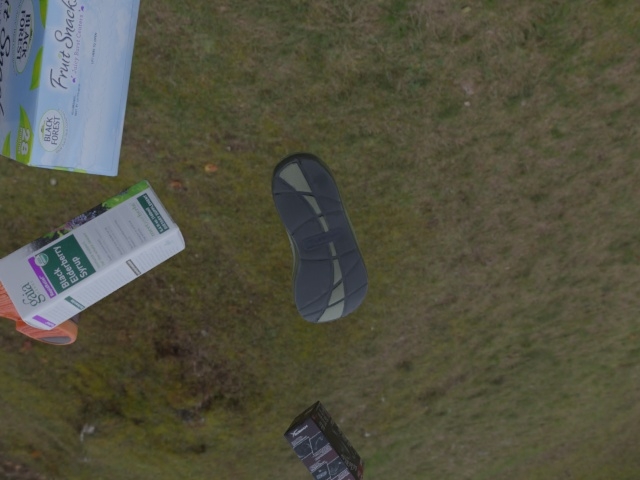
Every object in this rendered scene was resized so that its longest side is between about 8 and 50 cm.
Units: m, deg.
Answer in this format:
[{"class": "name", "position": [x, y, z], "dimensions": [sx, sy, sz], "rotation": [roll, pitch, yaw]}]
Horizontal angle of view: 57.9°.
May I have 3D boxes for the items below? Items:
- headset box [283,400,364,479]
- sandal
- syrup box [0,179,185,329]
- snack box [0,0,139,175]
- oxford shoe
[{"class": "headset box", "position": [0.008, 0.195, 0.530], "dimensions": [0.032, 0.083, 0.062], "rotation": [-37, 174, 5]}, {"class": "sandal", "position": [0.001, -0.001, 0.891], "dimensions": [0.120, 0.086, 0.302], "rotation": [-11, 118, -1]}, {"class": "syrup box", "position": [-0.325, 0.022, 0.835], "dimensions": [0.237, 0.093, 0.096], "rotation": [-32, 168, -15]}, {"class": "snack box", "position": [-0.225, -0.154, 0.463], "dimensions": [0.070, 0.174, 0.207], "rotation": [2, -170, -46]}, {"class": "oxford shoe", "position": [-0.654, 0.092, 1.232], "dimensions": [0.130, 0.132, 0.363], "rotation": [-9, 143, 17]}]
